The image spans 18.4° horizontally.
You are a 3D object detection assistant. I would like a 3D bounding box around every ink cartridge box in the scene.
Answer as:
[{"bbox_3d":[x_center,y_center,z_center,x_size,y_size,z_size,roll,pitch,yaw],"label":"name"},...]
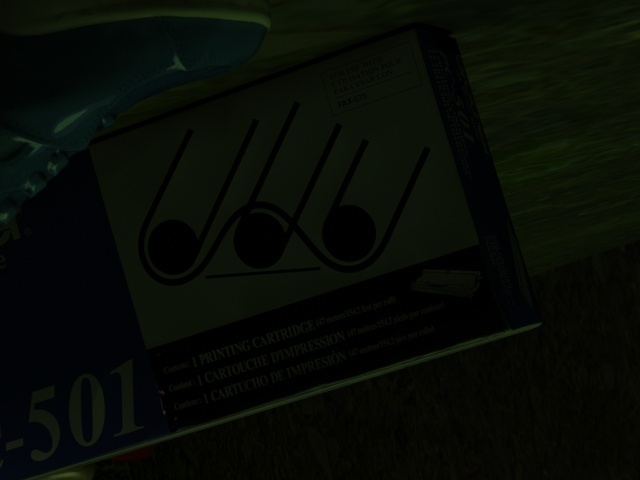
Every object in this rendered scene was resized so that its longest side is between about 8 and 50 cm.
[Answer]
[{"bbox_3d":[-0.042,0.012,0.634,0.207,0.097,0.046,-18,175,20],"label":"ink cartridge box"}]

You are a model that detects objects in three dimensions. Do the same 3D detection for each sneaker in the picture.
[{"bbox_3d":[-0.076,-0.004,0.414,0.152,0.084,0.058,-16,175,-13],"label":"sneaker"}]

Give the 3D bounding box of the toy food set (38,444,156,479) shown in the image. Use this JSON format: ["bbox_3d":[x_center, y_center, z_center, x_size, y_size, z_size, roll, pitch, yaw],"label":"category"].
[{"bbox_3d":[-0.146,0.063,1.086,0.111,0.104,0.232,0,150,-24],"label":"toy food set"}]
